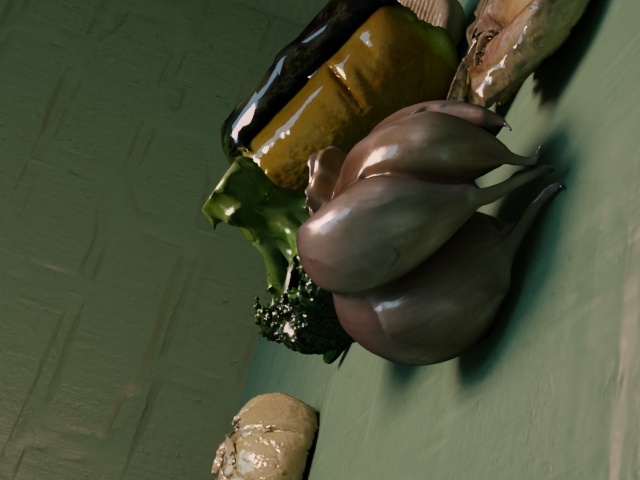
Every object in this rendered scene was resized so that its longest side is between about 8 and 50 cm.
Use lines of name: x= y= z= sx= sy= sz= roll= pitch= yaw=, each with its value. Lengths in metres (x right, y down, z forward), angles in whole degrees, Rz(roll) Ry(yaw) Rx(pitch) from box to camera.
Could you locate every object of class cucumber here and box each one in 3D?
cucumber: x=0.046 y=0.145 z=1.562 sx=0.036 sy=0.033 sz=0.184 roll=-45 pitch=-16 yaw=-52

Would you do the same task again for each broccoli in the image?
broccoli: x=0.000 y=0.000 z=1.165 sx=0.297 sy=0.297 sz=0.297 roll=-58 pitch=3 yaw=5

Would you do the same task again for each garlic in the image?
garlic: x=0.094 y=-0.013 z=0.912 sx=0.237 sy=0.210 sz=0.292 roll=-51 pitch=25 yaw=-17

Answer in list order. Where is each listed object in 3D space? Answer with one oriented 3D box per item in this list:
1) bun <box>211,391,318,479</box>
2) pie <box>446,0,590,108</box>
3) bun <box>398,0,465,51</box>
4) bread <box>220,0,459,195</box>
bun: x=-0.109 y=0.389 z=1.652 sx=0.259 sy=0.152 sz=0.259 roll=-164 pitch=90 yaw=-83
pie: x=0.229 y=-0.268 z=1.024 sx=0.337 sy=0.075 sz=0.337 roll=-156 pitch=90 yaw=-85
bun: x=0.167 y=-0.324 z=1.517 sx=0.166 sy=0.113 sz=0.173 roll=45 pitch=111 yaw=38
bread: x=0.035 y=-0.176 z=1.346 sx=0.376 sy=0.251 sz=0.208 roll=-48 pitch=48 yaw=8
